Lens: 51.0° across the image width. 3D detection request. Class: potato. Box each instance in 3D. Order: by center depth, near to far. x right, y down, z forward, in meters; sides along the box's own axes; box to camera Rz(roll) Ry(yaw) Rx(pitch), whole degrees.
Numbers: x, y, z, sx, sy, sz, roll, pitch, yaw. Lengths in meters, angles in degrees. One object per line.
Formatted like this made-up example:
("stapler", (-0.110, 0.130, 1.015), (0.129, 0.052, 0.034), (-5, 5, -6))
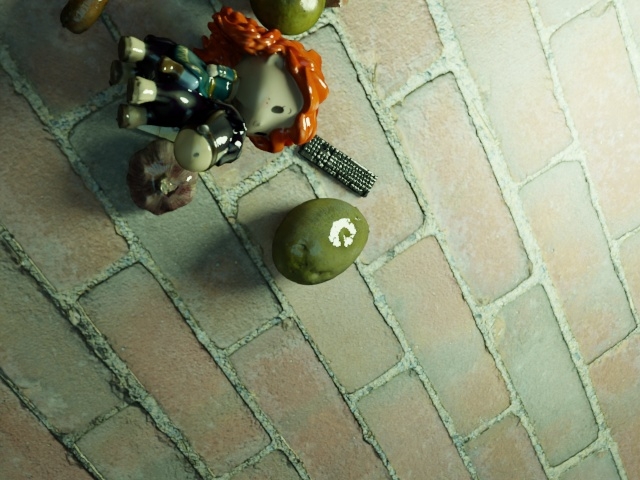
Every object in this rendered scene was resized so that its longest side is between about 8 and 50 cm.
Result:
("potato", (0.000, 0.000, 1.474), (0.235, 0.160, 0.178), (-15, 138, -25))

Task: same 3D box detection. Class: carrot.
("carrot", (-0.412, -0.463, 1.239), (0.060, 0.060, 0.186), (36, 93, -24))

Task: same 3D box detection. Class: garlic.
("garlic", (-0.319, -0.126, 1.360), (0.147, 0.102, 0.159), (34, 102, -16))

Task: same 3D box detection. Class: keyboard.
("keyboard", (0.041, -0.166, 1.496), (0.195, 0.018, 0.060), (31, 96, -24))

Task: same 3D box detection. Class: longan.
("longan", (-0.071, -0.471, 1.272), (0.176, 0.154, 0.145), (36, 65, -38))

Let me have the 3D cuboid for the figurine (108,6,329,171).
("figurine", (-0.179, -0.270, 1.228), (0.306, 0.411, 0.241), (39, 130, 16))

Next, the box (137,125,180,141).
("box", (-0.281, -0.243, 1.373), (0.166, 0.024, 0.090), (19, 104, -22))

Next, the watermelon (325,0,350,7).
("watermelon", (0.037, -0.509, 1.344), (0.092, 0.072, 0.085), (-25, 131, -11))
